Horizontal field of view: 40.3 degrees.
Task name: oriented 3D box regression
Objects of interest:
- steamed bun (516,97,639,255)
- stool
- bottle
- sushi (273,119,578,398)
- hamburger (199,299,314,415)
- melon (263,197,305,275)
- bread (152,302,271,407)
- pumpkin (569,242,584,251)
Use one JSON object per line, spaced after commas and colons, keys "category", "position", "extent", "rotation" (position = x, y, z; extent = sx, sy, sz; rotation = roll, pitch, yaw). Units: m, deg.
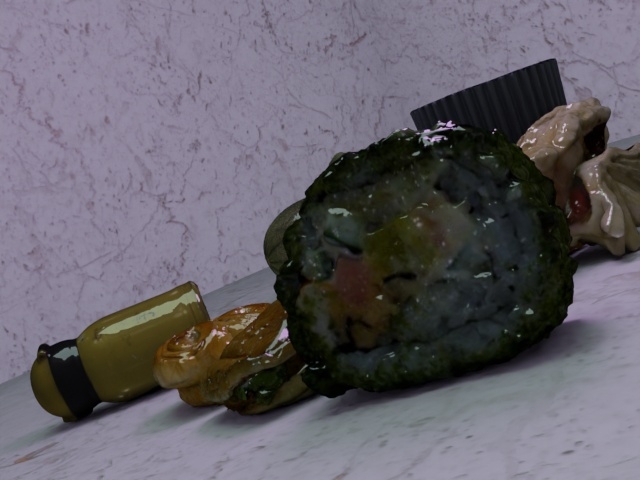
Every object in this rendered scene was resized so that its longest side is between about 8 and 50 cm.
{"category": "steamed bun", "position": [0.427, -0.083, 1.398], "extent": [0.189, 0.247, 0.428], "rotation": [-28, 9, 47]}
{"category": "stool", "position": [0.368, -0.148, 1.699], "extent": [0.297, 0.330, 0.297], "rotation": [-20, 3, 1]}
{"category": "bottle", "position": [-0.368, 0.217, 1.641], "extent": [0.351, 0.172, 0.171], "rotation": [-22, 4, -7]}
{"category": "sushi", "position": [0.118, 0.014, 1.044], "extent": [0.351, 0.294, 0.178], "rotation": [-20, -1, 23]}
{"category": "hamburger", "position": [-0.067, 0.159, 1.214], "extent": [0.206, 0.130, 0.183], "rotation": [-25, 3, -29]}
{"category": "melon", "position": [0.000, 0.000, 2.272], "extent": [0.301, 0.238, 0.237], "rotation": [-21, 4, -7]}
{"category": "bread", "position": [-0.150, 0.179, 1.387], "extent": [0.236, 0.120, 0.198], "rotation": [-21, 5, -15]}
{"category": "pumpkin", "position": [0.301, -0.015, 1.458], "extent": [0.278, 0.163, 0.111], "rotation": [-21, 0, -36]}
